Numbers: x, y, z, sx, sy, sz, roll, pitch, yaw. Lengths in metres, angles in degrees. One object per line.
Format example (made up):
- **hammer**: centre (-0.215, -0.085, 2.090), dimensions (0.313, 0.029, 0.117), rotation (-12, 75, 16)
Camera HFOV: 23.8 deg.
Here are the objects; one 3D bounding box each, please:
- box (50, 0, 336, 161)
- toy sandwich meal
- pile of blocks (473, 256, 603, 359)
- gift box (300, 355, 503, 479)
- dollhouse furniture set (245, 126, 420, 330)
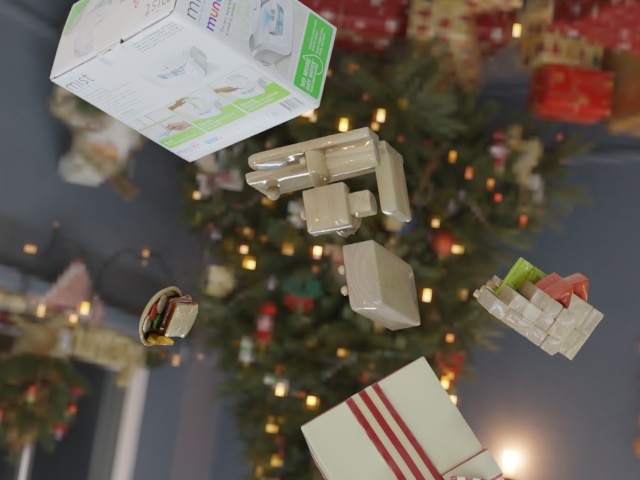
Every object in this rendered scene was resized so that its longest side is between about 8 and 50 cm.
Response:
- **box**: centre (-0.158, -0.225, 1.847), dimensions (0.231, 0.127, 0.262), rotation (30, 148, -32)
- **toy sandwich meal**: centre (-0.179, 0.093, 1.781), dimensions (0.029, 0.086, 0.085), rotation (26, 176, 23)
- **pile of blocks**: centre (0.312, 0.078, 2.122), dimensions (0.149, 0.113, 0.362), rotation (36, -176, 16)
- **gift box**: centre (0.125, 0.361, 2.257), dimensions (0.255, 0.258, 0.276), rotation (-32, 154, -2)
- **dollhouse furniture set**: centre (0.000, 0.000, 1.217), dimensions (0.123, 0.151, 0.144), rotation (-12, 165, 16)
